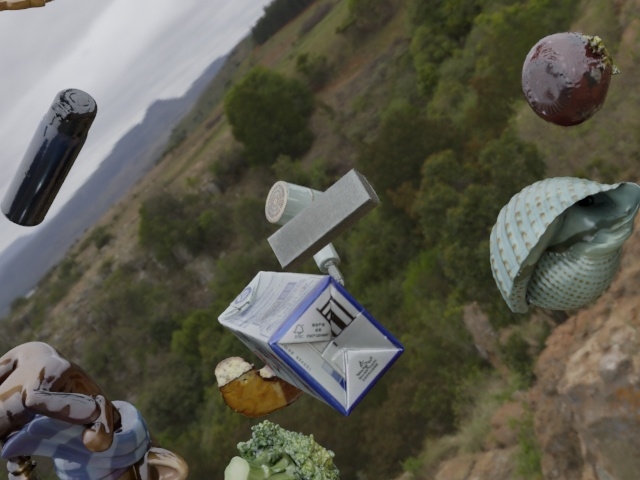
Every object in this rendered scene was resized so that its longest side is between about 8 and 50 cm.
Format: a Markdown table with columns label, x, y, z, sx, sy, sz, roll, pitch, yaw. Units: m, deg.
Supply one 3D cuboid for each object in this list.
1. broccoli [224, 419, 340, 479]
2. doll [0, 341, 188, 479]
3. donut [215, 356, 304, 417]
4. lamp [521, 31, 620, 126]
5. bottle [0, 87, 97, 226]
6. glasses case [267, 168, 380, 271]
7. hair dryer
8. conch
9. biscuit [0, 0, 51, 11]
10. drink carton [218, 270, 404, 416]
| label | x | y | z | sx | sy | sz | roll | pitch | yaw |
| --- | --- | --- | --- | --- | --- | --- | --- | --- | --- |
| broccoli | -0.075 | 0.520 | 1.642 | 0.288 | 0.260 | 0.235 | 8 | 41 | 42 |
| doll | -0.366 | 0.308 | 1.125 | 0.318 | 0.340 | 0.209 | 1 | 47 | 38 |
| donut | -0.111 | 0.271 | 1.567 | 0.217 | 0.141 | 0.085 | -22 | 30 | -21 |
| lamp | 0.416 | -0.269 | 1.278 | 0.135 | 0.156 | 0.157 | -25 | 31 | -30 |
| bottle | -0.418 | -0.127 | 1.193 | 0.244 | 0.072 | 0.082 | -51 | -6 | 32 |
| glasses case | 0.005 | -0.032 | 1.342 | 0.205 | 0.071 | 0.047 | -39 | -27 | 19 |
| hair dryer | 0.000 | 0.000 | 1.793 | 0.107 | 0.173 | 0.357 | -61 | 33 | 28 |
| conch | 0.452 | -0.012 | 1.486 | 0.215 | 0.303 | 0.319 | 51 | 133 | 43 |
| biscuit | -0.576 | -0.434 | 1.391 | 0.162 | 0.035 | 0.250 | 7 | 28 | 26 |
| drink carton | -0.026 | 0.116 | 0.971 | 0.106 | 0.130 | 0.315 | -47 | 12 | -13 |
